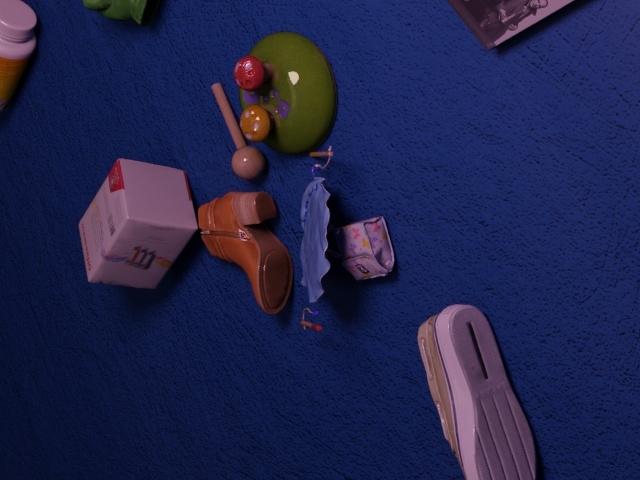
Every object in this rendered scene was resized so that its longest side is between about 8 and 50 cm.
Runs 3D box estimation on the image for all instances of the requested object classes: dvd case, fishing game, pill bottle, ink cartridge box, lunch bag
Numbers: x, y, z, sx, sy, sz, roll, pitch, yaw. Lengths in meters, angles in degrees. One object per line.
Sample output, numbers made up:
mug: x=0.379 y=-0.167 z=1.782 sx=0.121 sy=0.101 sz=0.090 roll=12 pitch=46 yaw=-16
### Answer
dvd case: x=0.237 y=-0.348 z=1.480 sx=0.238 sy=0.030 sz=0.179 roll=-27 pitch=112 yaw=42
fishing game: x=0.000 y=0.000 z=1.802 sx=0.189 sy=0.041 sz=0.264 roll=175 pitch=97 yaw=-78
pill bottle: x=-0.590 y=-0.336 z=2.255 sx=0.117 sy=0.117 sz=0.215 roll=54 pitch=131 yaw=18
ink cartridge box: x=-0.303 y=-0.023 z=2.042 sx=0.176 sy=0.127 sz=0.128 roll=-50 pitch=44 yaw=39
lunch bag: x=0.064 y=0.014 z=1.784 sx=0.071 sy=0.053 sz=0.083 roll=-11 pitch=97 yaw=50

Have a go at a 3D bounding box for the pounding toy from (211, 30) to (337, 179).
pounding toy: x=-0.095 y=-0.200 z=1.834 sx=0.237 sy=0.110 sz=0.183 roll=-31 pitch=80 yaw=43

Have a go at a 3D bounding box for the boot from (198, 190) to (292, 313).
boot: x=-0.123 y=0.021 z=1.954 sx=0.152 sy=0.073 sz=0.197 roll=-8 pitch=88 yaw=46

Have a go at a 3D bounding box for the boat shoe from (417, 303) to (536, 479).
boat shoe: x=0.212 y=0.237 z=1.689 sx=0.094 sy=0.109 sz=0.302 roll=-27 pitch=73 yaw=59

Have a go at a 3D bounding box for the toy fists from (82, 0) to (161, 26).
toy fists: x=-0.300 y=-0.470 z=1.927 sx=0.142 sy=0.096 sz=0.279 roll=28 pitch=124 yaw=6
